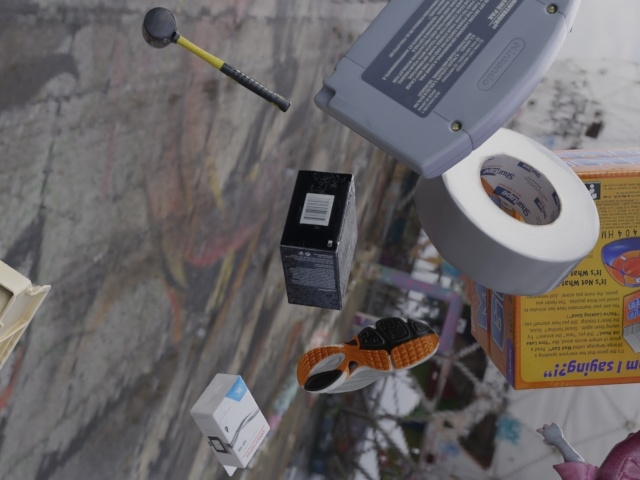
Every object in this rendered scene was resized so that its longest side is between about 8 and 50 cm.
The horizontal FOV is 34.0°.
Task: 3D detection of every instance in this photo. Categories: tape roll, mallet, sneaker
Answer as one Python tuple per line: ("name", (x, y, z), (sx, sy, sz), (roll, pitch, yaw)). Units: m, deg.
("tape roll", (0.226, -0.039, 1.275), (0.072, 0.219, 0.219), (-60, -175, 43))
("mallet", (-0.116, -0.200, 1.170), (0.039, 0.190, 0.062), (-60, -179, -6))
("sneaker", (0.093, 0.213, 1.894), (0.121, 0.263, 0.099), (39, 37, -63))

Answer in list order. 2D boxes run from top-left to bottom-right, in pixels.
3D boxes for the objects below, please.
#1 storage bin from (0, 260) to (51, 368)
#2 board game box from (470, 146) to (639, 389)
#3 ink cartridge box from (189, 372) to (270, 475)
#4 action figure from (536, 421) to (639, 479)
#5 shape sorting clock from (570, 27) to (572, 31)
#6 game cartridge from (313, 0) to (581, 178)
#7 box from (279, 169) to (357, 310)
("storage bin", (-0.499, 0.081, 1.229), (0.260, 0.262, 0.123), (-55, -179, 15))
("board game box", (0.470, 0.031, 1.832), (0.356, 0.357, 0.356), (-110, -162, -79))
("ink cartridge box", (-0.160, 0.348, 1.953), (0.104, 0.060, 0.180), (-55, 131, -40))
("action figure", (0.437, 0.444, 1.654), (0.370, 0.276, 0.248), (-22, 131, -38))
("shape sorting clock", (0.317, -0.364, 1.452), (0.206, 0.040, 0.206), (-3, 90, -88))
("game cartridge", (0.157, -0.220, 1.201), (0.297, 0.198, 0.062), (-50, 160, -7))
("box", (0.000, 0.000, 1.640), (0.158, 0.093, 0.156), (83, 16, -52))
